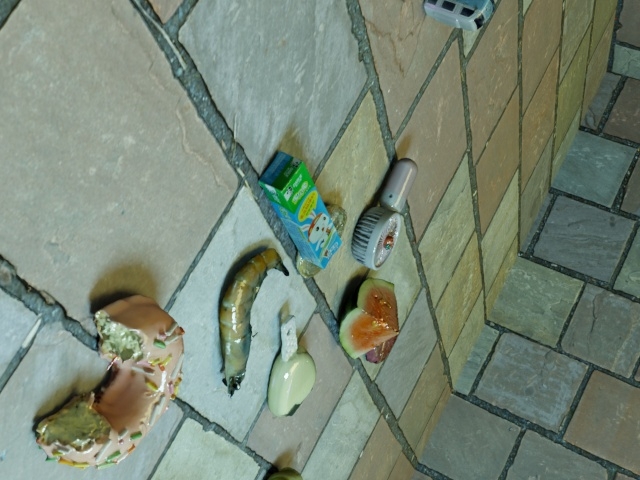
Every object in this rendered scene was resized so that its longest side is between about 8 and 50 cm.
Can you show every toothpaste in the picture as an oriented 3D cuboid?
[{"bbox_3d":[-0.029,-0.042,1.429,0.065,0.050,0.266,-54,151,-16],"label":"toothpaste"}]

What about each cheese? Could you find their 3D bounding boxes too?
[{"bbox_3d":[-0.057,0.230,1.664,0.127,0.054,0.251,-50,152,-37],"label":"cheese"}]

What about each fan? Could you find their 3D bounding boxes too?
[{"bbox_3d":[0.141,-0.058,1.818,0.244,0.074,0.130,-66,158,-4],"label":"fan"}]

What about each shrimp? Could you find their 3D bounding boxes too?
[{"bbox_3d":[-0.105,0.130,1.451,0.198,0.051,0.261,-41,144,-50],"label":"shrimp"}]

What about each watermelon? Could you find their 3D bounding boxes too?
[{"bbox_3d":[0.089,0.159,1.901,0.145,0.137,0.193,31,81,-34],"label":"watermelon"}]

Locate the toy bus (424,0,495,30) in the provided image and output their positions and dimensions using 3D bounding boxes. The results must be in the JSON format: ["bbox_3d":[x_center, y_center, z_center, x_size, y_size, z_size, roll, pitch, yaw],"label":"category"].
[{"bbox_3d":[0.261,-0.443,1.650,0.074,0.123,0.060,-62,159,-3],"label":"toy bus"}]

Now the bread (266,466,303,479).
[{"bbox_3d":[-0.077,0.539,1.886,0.094,0.083,0.157,-68,161,-5],"label":"bread"}]

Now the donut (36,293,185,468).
[{"bbox_3d":[-0.250,0.186,1.114,0.232,0.085,0.199,-65,160,-1],"label":"donut"}]

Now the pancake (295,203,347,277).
[{"bbox_3d":[0.000,0.000,1.605,0.158,0.028,0.158,-48,153,-34],"label":"pancake"}]

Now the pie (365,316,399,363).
[{"bbox_3d":[0.157,0.244,2.208,0.153,0.038,0.153,-47,149,-40],"label":"pie"}]
